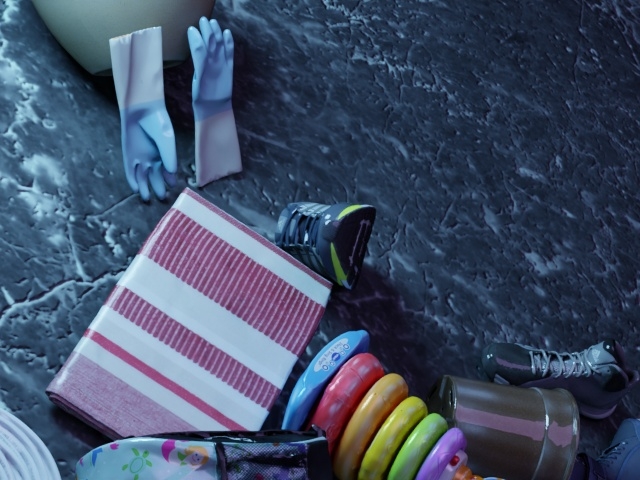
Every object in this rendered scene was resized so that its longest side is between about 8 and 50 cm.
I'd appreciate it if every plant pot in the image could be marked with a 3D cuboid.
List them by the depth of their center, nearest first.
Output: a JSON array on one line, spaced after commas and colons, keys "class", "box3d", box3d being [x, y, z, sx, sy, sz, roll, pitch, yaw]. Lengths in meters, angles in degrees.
[{"class": "plant pot", "box3d": [0.220, 0.250, 1.829, 0.165, 0.167, 0.167, 17, 47, -13]}, {"class": "plant pot", "box3d": [-0.259, -0.325, 1.919, 0.284, 0.284, 0.191, -10, 93, -40]}]

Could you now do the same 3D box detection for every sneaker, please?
[{"class": "sneaker", "box3d": [0.000, 0.000, 1.837, 0.121, 0.300, 0.111, 15, 84, 1]}, {"class": "sneaker", "box3d": [0.372, 0.300, 1.937, 0.163, 0.086, 0.226, 33, 44, -11]}, {"class": "sneaker", "box3d": [0.347, 0.167, 1.996, 0.229, 0.132, 0.086, 19, 46, -22]}]

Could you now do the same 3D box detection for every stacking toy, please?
[{"class": "stacking toy", "box3d": [0.107, 0.254, 1.670, 0.302, 0.165, 0.175, 30, 42, 18]}]

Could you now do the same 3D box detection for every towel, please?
[{"class": "towel", "box3d": [-0.147, 0.120, 1.705, 0.237, 0.037, 0.329, 34, 57, -7]}]

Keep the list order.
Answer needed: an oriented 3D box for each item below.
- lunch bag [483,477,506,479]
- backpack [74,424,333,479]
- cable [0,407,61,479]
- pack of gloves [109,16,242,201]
[{"class": "lunch bag", "box3d": [0.276, 0.430, 1.708, 0.303, 0.115, 0.243, 27, 53, -6]}, {"class": "backpack", "box3d": [-0.132, 0.287, 1.490, 0.254, 0.225, 0.191, 9, 66, -17]}, {"class": "cable", "box3d": [-0.384, 0.272, 1.427, 0.257, 0.089, 0.257, 35, 43, -6]}, {"class": "pack of gloves", "box3d": [-0.174, -0.169, 1.865, 0.195, 0.232, 0.046, -22, 29, -38]}]
